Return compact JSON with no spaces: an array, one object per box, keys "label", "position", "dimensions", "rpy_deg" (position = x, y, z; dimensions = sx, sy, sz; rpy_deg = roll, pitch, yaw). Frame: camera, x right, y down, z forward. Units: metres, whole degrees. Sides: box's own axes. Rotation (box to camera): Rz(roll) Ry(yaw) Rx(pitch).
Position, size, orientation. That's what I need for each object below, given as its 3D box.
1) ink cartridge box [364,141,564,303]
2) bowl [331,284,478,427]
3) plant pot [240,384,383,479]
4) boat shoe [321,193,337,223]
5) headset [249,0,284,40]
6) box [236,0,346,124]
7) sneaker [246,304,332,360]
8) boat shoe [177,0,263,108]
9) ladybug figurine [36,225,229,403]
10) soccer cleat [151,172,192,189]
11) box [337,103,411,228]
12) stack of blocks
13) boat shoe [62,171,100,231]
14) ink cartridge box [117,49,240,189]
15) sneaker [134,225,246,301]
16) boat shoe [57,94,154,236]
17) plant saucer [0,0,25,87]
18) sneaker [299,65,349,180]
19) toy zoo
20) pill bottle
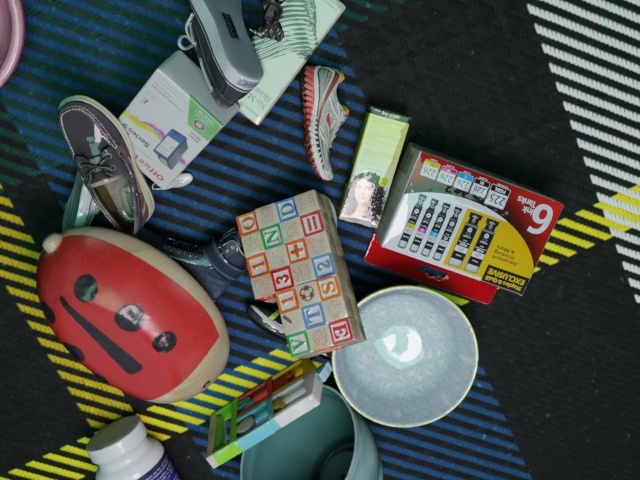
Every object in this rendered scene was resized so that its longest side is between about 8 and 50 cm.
[{"label":"ink cartridge box","position":[0.278,-0.014,1.615],"dimensions":[0.310,0.130,0.271],"rpy_deg":[19,104,-9]},{"label":"bowl","position":[0.162,0.220,1.646],"dimensions":[0.290,0.156,0.289],"rpy_deg":[0,97,-3]},{"label":"plant pot","position":[0.007,0.469,1.665],"dimensions":[0.293,0.293,0.196],"rpy_deg":[-44,130,7]},{"label":"boat shoe","position":[0.000,0.000,1.631],"dimensions":[0.066,0.063,0.184],"rpy_deg":[4,105,-5]},{"label":"headset","position":[-0.149,-0.546,1.408],"dimensions":[0.244,0.185,0.394],"rpy_deg":[-22,74,-6]},{"label":"box","position":[-0.078,-0.359,1.514],"dimensions":[0.113,0.094,0.275],"rpy_deg":[35,99,-11]},{"label":"sneaker","position":[-0.040,0.170,1.680],"dimensions":[0.235,0.084,0.097],"rpy_deg":[26,77,-11]},{"label":"boat shoe","position":[-0.193,-0.375,1.451],"dimensions":[0.105,0.113,0.306],"rpy_deg":[-39,65,36]},{"label":"ladybug figurine","position":[-0.371,0.161,1.550],"dimensions":[0.305,0.161,0.449],"rpy_deg":[-32,116,26]},{"label":"soccer cleat","position":[-0.294,-0.115,1.593],"dimensions":[0.083,0.035,0.029],"rpy_deg":[-10,105,-1]},{"label":"box","position":[0.104,-0.147,1.603],"dimensions":[0.088,0.058,0.232],"rpy_deg":[13,103,-8]},{"label":"stack of blocks","position":[-0.038,0.072,1.549],"dimensions":[0.171,0.087,0.297],"rpy_deg":[-19,77,16]},{"label":"boat shoe","position":[-0.440,-0.086,1.565],"dimensions":[0.076,0.083,0.226],"rpy_deg":[9,107,-36]},{"label":"ink cartridge box","position":[-0.278,-0.219,1.494],"dimensions":[0.154,0.093,0.212],"rpy_deg":[42,129,-12]},{"label":"sneaker","position":[-0.248,0.010,1.596],"dimensions":[0.163,0.086,0.226],"rpy_deg":[-42,114,18]},{"label":"boat shoe","position":[-0.390,-0.129,1.471],"dimensions":[0.103,0.092,0.285],"rpy_deg":[-14,126,8]},{"label":"plant saucer","position":[-0.701,-0.402,1.463],"dimensions":[0.333,0.084,0.331],"rpy_deg":[-1,104,-4]},{"label":"sneaker","position":[0.014,-0.225,1.561],"dimensions":[0.093,0.088,0.225],"rpy_deg":[-5,107,-8]},{"label":"toy zoo","position":[-0.100,0.333,1.645],"dimensions":[0.293,0.192,0.030],"rpy_deg":[-32,105,4]},{"label":"pill bottle","position":[-0.376,0.512,1.692],"dimensions":[0.153,0.153,0.264],"rpy_deg":[-23,106,2]}]
